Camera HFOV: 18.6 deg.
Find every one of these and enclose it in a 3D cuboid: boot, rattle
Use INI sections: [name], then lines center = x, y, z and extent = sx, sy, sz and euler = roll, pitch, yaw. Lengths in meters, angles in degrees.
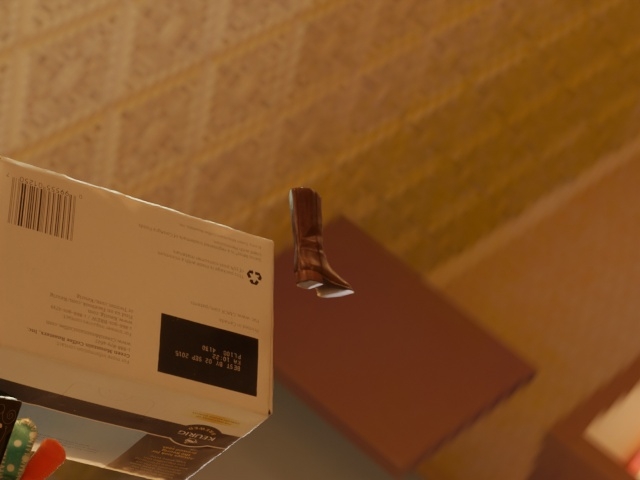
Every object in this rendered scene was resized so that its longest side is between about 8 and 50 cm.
[boot]
center = 0.000, 0.000, 2.116
extent = 0.037, 0.114, 0.106
euler = -15, -20, 24
[rattle]
center = -0.310, 0.261, 1.774
extent = 0.200, 0.143, 0.130
euler = -24, -73, -10

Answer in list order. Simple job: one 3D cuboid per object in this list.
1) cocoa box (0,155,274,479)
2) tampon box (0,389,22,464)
[cocoa box]
center = -0.253, 0.098, 2.156
extent = 0.347, 0.231, 0.228
euler = 17, -34, -24
[tampon box]
center = -0.330, 0.149, 1.471
extent = 0.161, 0.101, 0.120
euler = 19, -89, -50
